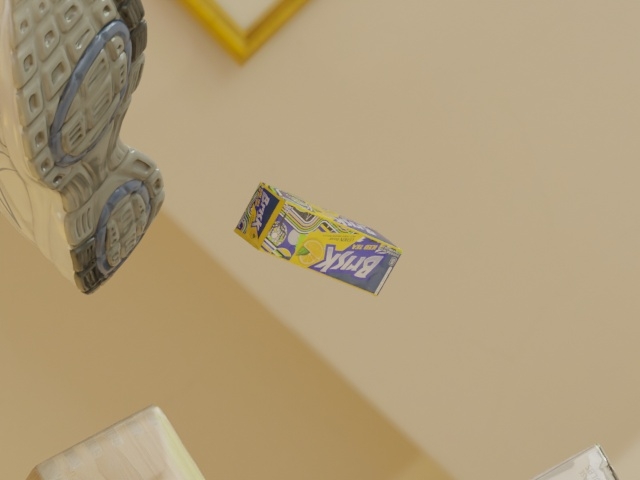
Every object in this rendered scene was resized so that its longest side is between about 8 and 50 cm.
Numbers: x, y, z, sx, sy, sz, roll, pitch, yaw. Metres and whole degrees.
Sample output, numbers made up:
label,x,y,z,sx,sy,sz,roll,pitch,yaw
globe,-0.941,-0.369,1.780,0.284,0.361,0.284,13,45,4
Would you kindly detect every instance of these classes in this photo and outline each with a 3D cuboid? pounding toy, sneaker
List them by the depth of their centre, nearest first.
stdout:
label,x,y,z,sx,sy,sz,roll,pitch,yaw
pounding toy,-0.086,0.190,0.894,0.094,0.181,0.206,-27,167,-31
sneaker,-0.174,-0.079,0.959,0.111,0.129,0.297,-51,162,-29

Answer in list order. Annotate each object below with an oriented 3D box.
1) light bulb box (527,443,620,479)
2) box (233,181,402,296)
label,x,y,z,sx,sy,sz,roll,pitch,yaw
light bulb box,0.333,0.473,2.063,0.225,0.358,0.361,-30,168,-3
box,0.000,0.000,1.648,0.054,0.169,0.059,39,-77,49
